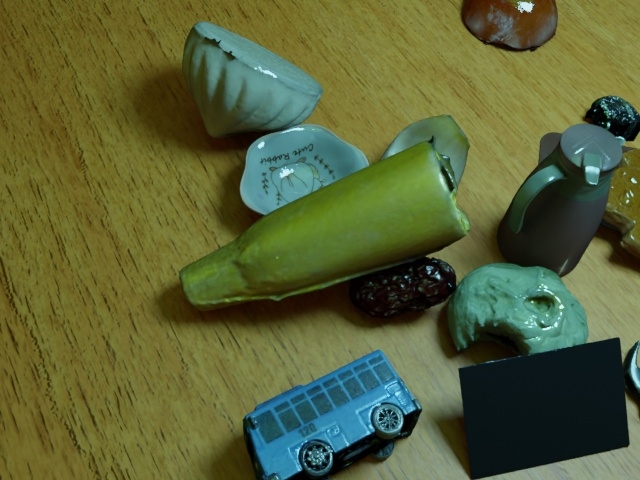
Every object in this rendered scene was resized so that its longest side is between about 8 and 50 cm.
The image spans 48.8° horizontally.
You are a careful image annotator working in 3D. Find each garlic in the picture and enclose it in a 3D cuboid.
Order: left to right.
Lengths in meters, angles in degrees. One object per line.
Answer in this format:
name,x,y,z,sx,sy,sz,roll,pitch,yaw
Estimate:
garlic,0.171,-0.120,1.226,0.143,0.112,0.318,40,55,-5

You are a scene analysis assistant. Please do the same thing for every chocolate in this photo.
chocolate,0.000,0.000,1.068,0.445,0.162,0.162,-22,58,13

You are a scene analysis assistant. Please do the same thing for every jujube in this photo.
jujube,0.128,0.073,1.102,0.166,0.104,0.104,-1,56,12

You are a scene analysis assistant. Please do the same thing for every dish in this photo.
dish,-0.028,-0.090,1.217,0.229,0.081,0.229,2,60,-4

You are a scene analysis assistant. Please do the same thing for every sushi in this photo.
sushi,0.558,-0.237,1.352,0.085,0.056,0.083,-3,58,-6

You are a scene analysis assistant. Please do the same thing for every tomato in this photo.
tomato,0.405,-0.515,1.495,0.199,0.112,0.228,-8,55,-6

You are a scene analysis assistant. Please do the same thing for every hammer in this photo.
hammer,0.601,0.184,1.097,0.288,0.033,0.111,-14,60,-12

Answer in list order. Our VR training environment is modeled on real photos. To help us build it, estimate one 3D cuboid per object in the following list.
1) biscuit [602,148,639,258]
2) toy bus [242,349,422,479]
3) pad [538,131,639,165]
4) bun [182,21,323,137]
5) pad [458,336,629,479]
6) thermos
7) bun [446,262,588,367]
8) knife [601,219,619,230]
biscuit,0.596,-0.024,1.210,0.284,0.043,0.306,-10,65,-22
toy bus,0.008,0.258,0.974,0.234,0.116,0.133,-22,60,-18
pad,0.536,-0.113,1.302,0.267,0.004,0.181,12,57,5
bun,-0.142,-0.259,1.267,0.263,0.175,0.263,27,19,-10
pad,0.321,0.240,1.004,0.246,0.006,0.170,-10,96,-8
thermos,0.370,-0.061,1.106,0.176,0.265,0.146,-26,62,-16
bun,0.303,0.118,1.071,0.213,0.126,0.203,4,55,1
knife,0.538,-0.020,1.238,0.096,0.010,0.027,24,59,13
